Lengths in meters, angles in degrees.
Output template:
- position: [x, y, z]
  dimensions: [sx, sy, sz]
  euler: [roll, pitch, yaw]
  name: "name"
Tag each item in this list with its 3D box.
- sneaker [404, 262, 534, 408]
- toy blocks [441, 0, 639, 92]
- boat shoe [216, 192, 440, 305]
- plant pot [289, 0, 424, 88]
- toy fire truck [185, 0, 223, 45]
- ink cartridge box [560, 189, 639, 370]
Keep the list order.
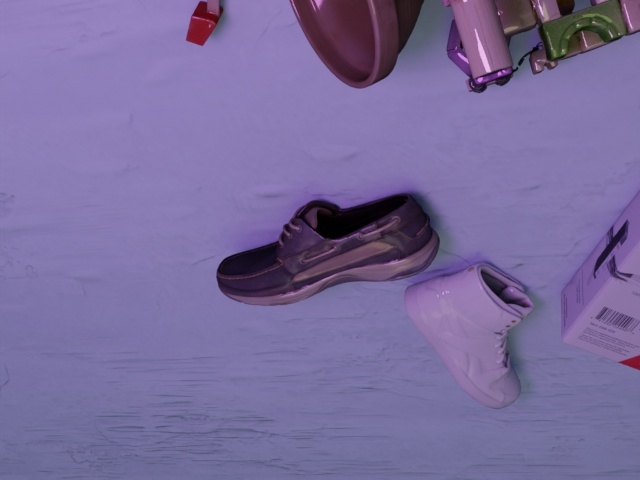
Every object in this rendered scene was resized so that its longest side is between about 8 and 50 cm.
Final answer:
- position: [0.286, 0.159, 1.408]
  dimensions: [0.169, 0.108, 0.292]
  euler: [-25, 120, 34]
  name: "sneaker"
- position: [0.250, -0.331, 0.942]
  dimensions: [0.289, 0.309, 0.260]
  euler: [-18, 93, 12]
  name: "toy blocks"
- position: [0.000, 0.000, 1.335]
  dimensions: [0.355, 0.132, 0.130]
  euler: [-13, 118, 12]
  name: "boat shoe"
- position: [0.048, -0.308, 1.010]
  dimensions: [0.110, 0.237, 0.237]
  euler: [-28, 130, -14]
  name: "plant pot"
- position: [-0.174, -0.356, 1.094]
  dimensions: [0.135, 0.047, 0.192]
  euler: [22, 131, -7]
  name: "toy fire truck"
- position: [0.505, 0.061, 1.266]
  dimensions: [0.197, 0.114, 0.273]
  euler: [20, 133, -4]
  name: "ink cartridge box"
